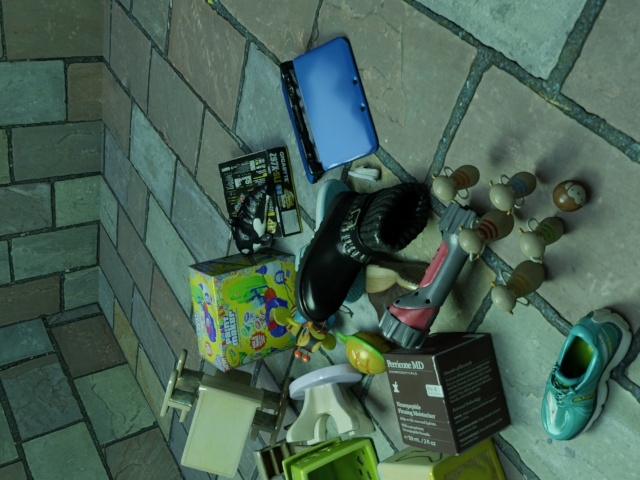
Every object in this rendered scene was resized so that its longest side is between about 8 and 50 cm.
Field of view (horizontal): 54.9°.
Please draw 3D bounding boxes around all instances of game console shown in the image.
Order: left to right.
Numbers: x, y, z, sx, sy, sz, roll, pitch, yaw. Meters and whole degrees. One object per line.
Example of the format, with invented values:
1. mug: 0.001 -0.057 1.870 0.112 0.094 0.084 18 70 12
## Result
1. game console: 0.015 -0.316 1.555 0.250 0.173 0.293 116 139 -86

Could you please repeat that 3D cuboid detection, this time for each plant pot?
1. plant pot: 0.029 0.687 1.726 0.207 0.228 0.227 -18 87 62

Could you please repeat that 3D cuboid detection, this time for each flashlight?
1. flashlight: 0.225 0.067 1.238 0.103 0.103 0.304 -114 47 -72

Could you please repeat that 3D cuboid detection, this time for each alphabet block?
1. alphabet block: 0.273 0.547 1.344 0.197 0.192 0.194 -28 80 57

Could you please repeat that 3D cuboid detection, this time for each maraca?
1. maraca: 0.110 0.278 1.558 0.127 0.099 0.185 50 161 -23

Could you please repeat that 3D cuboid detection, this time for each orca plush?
1. orca plush: -0.208 -0.056 1.769 0.151 0.102 0.287 63 144 18

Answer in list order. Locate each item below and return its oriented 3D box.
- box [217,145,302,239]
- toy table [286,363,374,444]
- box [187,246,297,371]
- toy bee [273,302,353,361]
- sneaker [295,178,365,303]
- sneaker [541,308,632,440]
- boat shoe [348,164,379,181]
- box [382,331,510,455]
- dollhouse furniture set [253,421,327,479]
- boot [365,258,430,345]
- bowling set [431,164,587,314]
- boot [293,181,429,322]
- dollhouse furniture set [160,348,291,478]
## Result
1. box: -0.191 -0.135 1.875 0.322 0.079 0.257 -3 101 56
2. toy table: 0.020 0.445 1.650 0.274 0.252 0.161 121 143 -60
3. box: -0.224 0.198 1.861 0.177 0.279 0.290 14 114 53
4. toy bee: -0.041 0.241 1.675 0.195 0.162 0.298 27 165 3
5. sneaker: 0.000 0.000 1.602 0.208 0.127 0.319 7 106 53
6. sneaker: 0.433 0.238 1.068 0.107 0.109 0.276 37 131 43
7. boat shoe: 0.105 -0.164 1.477 0.100 0.035 0.035 20 90 56
8. box: 0.261 0.312 1.292 0.168 0.167 0.203 -14 90 57
9. dollhouse furniture set: -0.079 0.685 1.927 0.242 0.160 0.212 -27 79 56
10. boot: 0.207 0.155 1.419 0.248 0.090 0.207 14 125 52
11. bowling set: 0.332 -0.044 1.051 0.287 0.154 0.200 56 136 8
12. boot: 0.085 0.030 1.375 0.260 0.131 0.348 5 73 56
13. dollhouse furniture set: -0.272 0.457 1.830 0.394 0.361 0.257 -88 15 -72
